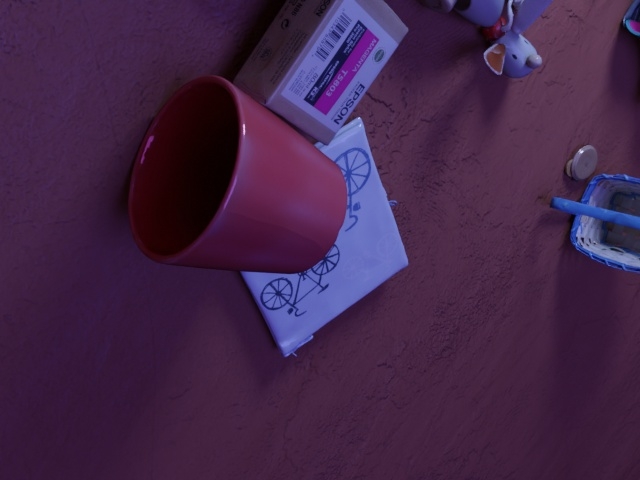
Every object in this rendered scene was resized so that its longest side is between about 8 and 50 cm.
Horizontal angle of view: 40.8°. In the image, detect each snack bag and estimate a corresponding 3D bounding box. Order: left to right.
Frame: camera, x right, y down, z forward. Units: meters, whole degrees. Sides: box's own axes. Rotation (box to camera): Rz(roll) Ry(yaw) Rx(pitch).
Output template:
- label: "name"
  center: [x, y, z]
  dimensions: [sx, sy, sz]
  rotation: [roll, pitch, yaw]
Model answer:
- label: "snack bag"
  center: [0.000, 0.000, 1.535]
  dimensions: [0.323, 0.037, 0.342]
  rotation: [-36, 126, -17]

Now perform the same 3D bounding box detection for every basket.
- label: "basket"
  center: [0.665, -0.037, 1.858]
  dimensions: [0.289, 0.255, 0.201]
  rotation: [16, 95, -49]

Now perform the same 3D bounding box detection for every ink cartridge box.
- label: "ink cartridge box"
  center: [0.005, -0.286, 1.326]
  dimensions: [0.234, 0.088, 0.193]
  rotation: [-56, 147, 7]

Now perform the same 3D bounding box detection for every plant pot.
- label: "plant pot"
  center: [-0.111, -0.071, 1.272]
  dimensions: [0.243, 0.275, 0.275]
  rotation: [21, 98, -41]

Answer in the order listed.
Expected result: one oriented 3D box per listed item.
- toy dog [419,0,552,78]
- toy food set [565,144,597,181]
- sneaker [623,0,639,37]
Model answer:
- label: "toy dog"
  center: [0.316, -0.404, 1.492]
  dimensions: [0.334, 0.161, 0.220]
  rotation: [13, 103, -39]
- label: "toy food set"
  center: [0.574, -0.168, 1.882]
  dimensions: [0.082, 0.020, 0.083]
  rotation: [25, 95, -41]
- label: "sneaker"
  center: [0.712, -0.410, 1.797]
  dimensions: [0.178, 0.124, 0.295]
  rotation: [-11, 109, -37]
